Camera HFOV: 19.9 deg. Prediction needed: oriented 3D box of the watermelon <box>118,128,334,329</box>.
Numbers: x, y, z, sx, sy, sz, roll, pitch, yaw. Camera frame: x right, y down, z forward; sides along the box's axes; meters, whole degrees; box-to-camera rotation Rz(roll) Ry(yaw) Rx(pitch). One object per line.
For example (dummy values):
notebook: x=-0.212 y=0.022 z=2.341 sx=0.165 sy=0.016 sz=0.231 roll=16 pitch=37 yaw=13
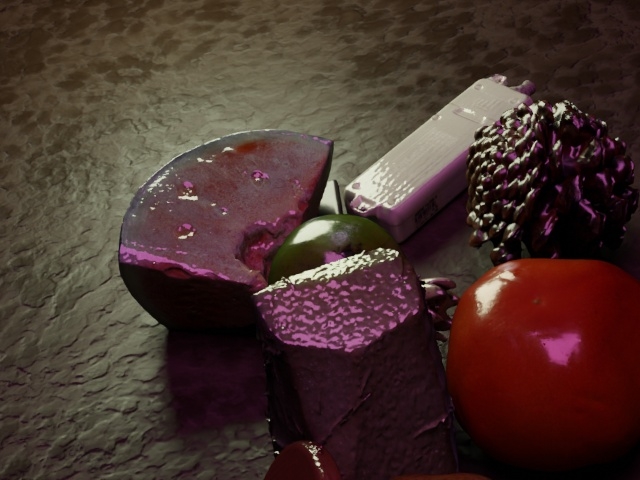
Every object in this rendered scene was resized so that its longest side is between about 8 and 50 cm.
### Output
watermelon: x=-0.097 y=0.002 z=2.224 sx=0.318 sy=0.148 sz=0.226 roll=-30 pitch=53 yaw=-23

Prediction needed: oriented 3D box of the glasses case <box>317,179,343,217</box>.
glasses case: x=0.000 y=-0.001 z=2.274 sx=0.072 sy=0.042 sz=0.190 roll=-19 pitch=38 yaw=8

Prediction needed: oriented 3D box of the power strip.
power strip: x=0.163 y=-0.112 z=2.354 sx=0.098 sy=0.058 sz=0.338 roll=26 pitch=53 yaw=38

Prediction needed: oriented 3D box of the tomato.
tomato: x=0.246 y=0.124 z=1.955 sx=0.260 sy=0.180 sz=0.260 roll=-10 pitch=39 yaw=8

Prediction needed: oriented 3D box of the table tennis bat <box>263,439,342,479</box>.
table tennis bat: x=-0.035 y=0.386 z=1.694 sx=0.051 sy=0.268 sz=0.415 roll=12 pitch=61 yaw=-17

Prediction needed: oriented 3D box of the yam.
yam: x=0.026 y=0.154 z=1.913 sx=0.202 sy=0.271 sz=0.201 roll=-25 pitch=39 yaw=-24

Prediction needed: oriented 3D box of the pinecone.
pinecone: x=0.277 y=-0.059 z=2.151 sx=0.221 sy=0.221 sz=0.221 roll=-8 pitch=39 yaw=6

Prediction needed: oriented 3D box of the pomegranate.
pomegranate: x=0.049 y=0.065 z=2.078 sx=0.225 sy=0.187 sz=0.187 roll=10 pitch=45 yaw=28

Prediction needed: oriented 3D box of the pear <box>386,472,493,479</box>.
pear: x=0.104 y=0.322 z=1.746 sx=0.228 sy=0.188 sz=0.211 roll=2 pitch=45 yaw=21
